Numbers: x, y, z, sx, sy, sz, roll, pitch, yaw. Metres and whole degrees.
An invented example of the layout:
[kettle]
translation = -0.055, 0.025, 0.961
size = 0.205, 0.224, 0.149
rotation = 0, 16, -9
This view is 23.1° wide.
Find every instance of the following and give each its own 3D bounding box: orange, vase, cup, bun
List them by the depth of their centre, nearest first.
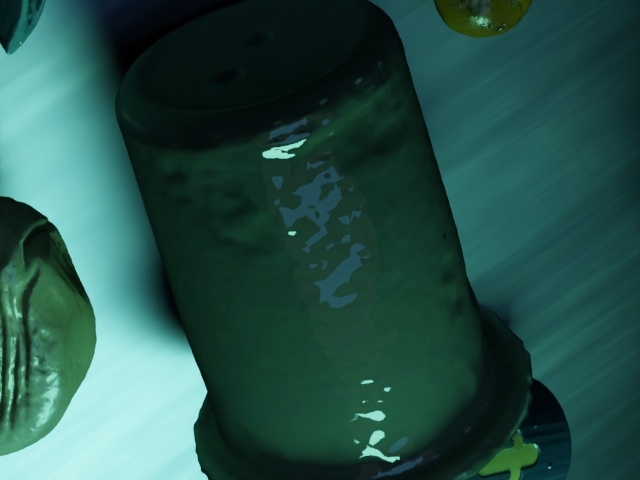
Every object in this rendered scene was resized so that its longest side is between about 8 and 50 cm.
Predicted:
[bun]
translation = -0.216, 0.044, 0.965
size = 0.167, 0.113, 0.173
rotation = 35, 116, -14
[vase]
translation = 0.000, 0.000, 1.014
size = 0.245, 0.245, 0.291
rotation = -25, 123, -17
[orange]
translation = 0.104, -0.179, 1.063
size = 0.086, 0.062, 0.086
rotation = -5, 96, -46
[cup]
translation = 0.108, 0.147, 1.245
size = 0.155, 0.131, 0.176
rotation = -2, 94, -37

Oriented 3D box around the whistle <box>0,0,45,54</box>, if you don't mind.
[whistle]
translation = -0.202, -0.178, 0.839
size = 0.186, 0.093, 0.274
rotation = 7, 110, -53
